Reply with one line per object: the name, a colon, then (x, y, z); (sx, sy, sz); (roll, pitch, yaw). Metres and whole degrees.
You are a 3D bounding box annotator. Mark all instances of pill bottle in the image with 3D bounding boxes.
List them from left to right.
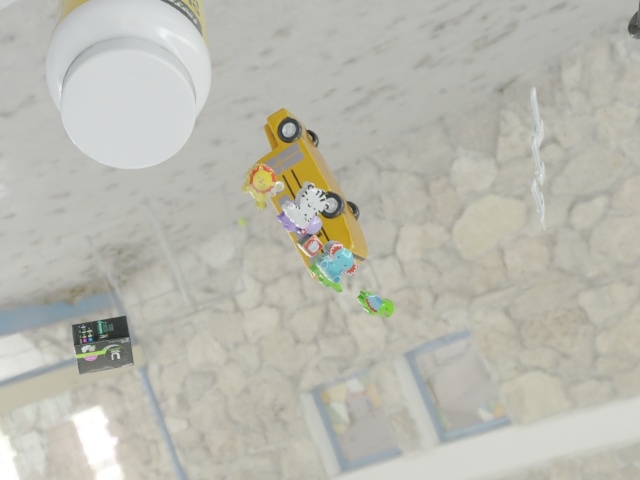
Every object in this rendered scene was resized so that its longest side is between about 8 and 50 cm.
pill bottle: (-0.227, -0.229, 1.089); (0.188, 0.188, 0.334); (-22, -144, 4)

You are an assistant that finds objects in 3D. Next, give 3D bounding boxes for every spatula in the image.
spatula: (0.295, -0.113, 1.244); (0.019, 0.168, 0.242); (0, 171, 17)

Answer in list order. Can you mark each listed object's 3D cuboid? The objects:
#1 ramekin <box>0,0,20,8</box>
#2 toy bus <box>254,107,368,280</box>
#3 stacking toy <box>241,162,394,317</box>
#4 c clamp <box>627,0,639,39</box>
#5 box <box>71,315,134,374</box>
ramekin: (-0.290, -0.290, 0.750); (0.109, 0.207, 0.207); (-33, 176, -4)
toy bus: (-0.025, -0.092, 1.788); (0.130, 0.332, 0.108); (-33, 162, 13)
stacking toy: (0.000, 0.000, 1.164); (0.052, 0.221, 0.167); (-43, -155, -9)
c clamp: (0.217, -0.102, 0.503); (0.137, 0.161, 0.022); (-54, -148, -13)
box: (-0.330, 0.158, 1.374); (0.083, 0.052, 0.062); (-10, 129, -14)
